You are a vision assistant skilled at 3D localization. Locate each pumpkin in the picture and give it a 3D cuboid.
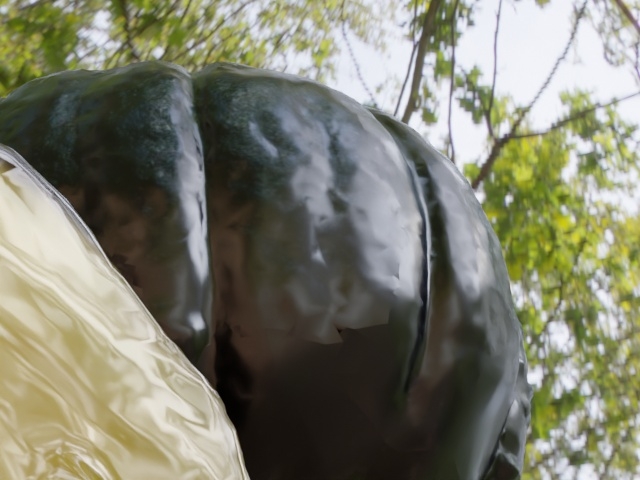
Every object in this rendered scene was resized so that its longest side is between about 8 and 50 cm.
[{"bbox_3d":[-0.068,0.077,0.665,0.363,0.266,0.363,-1,-37,-1],"label":"pumpkin"}]

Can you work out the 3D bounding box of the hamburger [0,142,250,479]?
[{"bbox_3d":[-0.158,0.114,0.299,0.237,0.276,0.276,-38,-76,22],"label":"hamburger"}]
